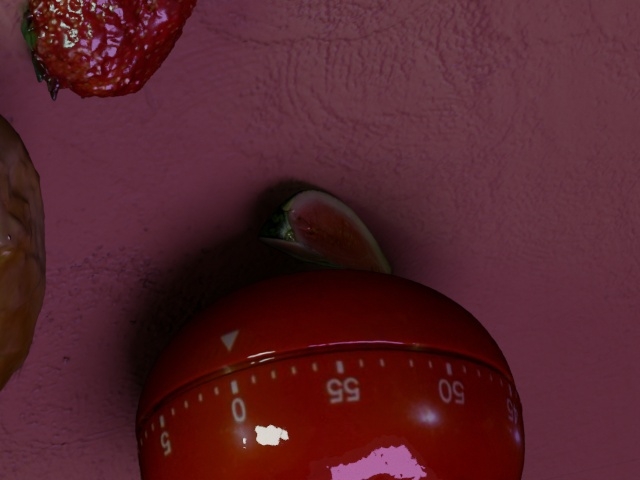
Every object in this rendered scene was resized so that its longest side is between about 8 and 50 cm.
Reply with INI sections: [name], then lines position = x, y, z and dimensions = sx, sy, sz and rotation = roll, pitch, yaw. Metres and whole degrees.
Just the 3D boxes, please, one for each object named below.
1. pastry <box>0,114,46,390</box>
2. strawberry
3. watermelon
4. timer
[pastry]
position = -0.414, 0.014, 1.523
dimensions = 0.410, 0.245, 0.409
rotation = -16, 132, -18
[strawberry]
position = -0.163, -0.187, 1.624
dimensions = 0.187, 0.082, 0.146
rotation = -41, 144, 2
[watermelon]
position = -0.001, -0.013, 1.882
dimensions = 0.163, 0.087, 0.069
rotation = 22, 82, -51
[timer]
position = 0.009, 0.188, 1.878
dimensions = 0.378, 0.279, 0.378
rotation = -5, 153, -3
